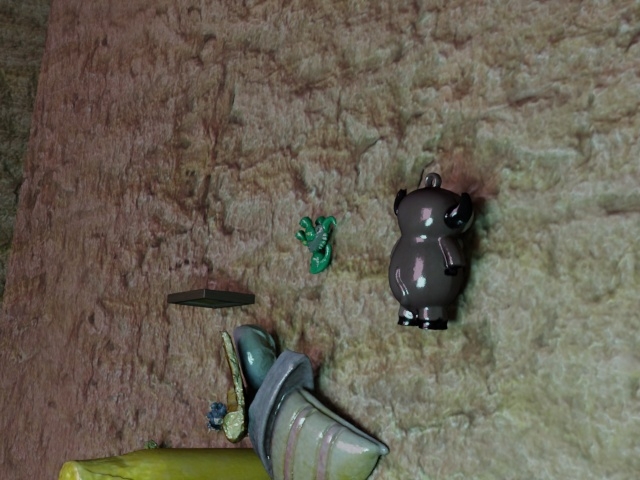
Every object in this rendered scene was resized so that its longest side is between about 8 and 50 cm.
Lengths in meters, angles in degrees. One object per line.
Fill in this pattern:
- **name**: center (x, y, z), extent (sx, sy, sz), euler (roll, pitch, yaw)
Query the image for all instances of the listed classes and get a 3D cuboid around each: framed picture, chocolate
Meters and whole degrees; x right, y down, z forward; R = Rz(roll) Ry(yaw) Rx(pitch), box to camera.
- **framed picture**: center (-0.244, 0.129, 2.206), extent (0.168, 0.128, 0.023), euler (-11, 74, 53)
- **chocolate**: center (-0.285, 0.476, 1.900), extent (0.162, 0.445, 0.162), euler (-15, 71, 47)

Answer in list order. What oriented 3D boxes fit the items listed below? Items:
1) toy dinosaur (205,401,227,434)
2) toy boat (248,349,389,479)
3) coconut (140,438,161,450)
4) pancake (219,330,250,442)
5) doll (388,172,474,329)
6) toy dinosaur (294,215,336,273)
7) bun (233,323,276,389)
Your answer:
- **toy dinosaur**: center (-0.227, 0.390, 2.195), extent (0.047, 0.031, 0.083), euler (50, 122, 47)
- **toy boat**: center (-0.033, 0.381, 1.868), extent (0.293, 0.111, 0.276), euler (52, 128, 37)
- **coconut**: center (-0.408, 0.550, 2.384), extent (0.133, 0.055, 0.158), euler (22, 97, 56)
- **pancake**: center (-0.182, 0.287, 1.999), extent (0.266, 0.057, 0.244), euler (-119, 17, -73)
- **doll**: center (0.181, 0.018, 1.649), extent (0.182, 0.117, 0.257), euler (4, 85, 53)
- **toy dinosaur**: center (0.000, 0.000, 1.971), extent (0.096, 0.059, 0.132), euler (59, 136, 33)
- **bun**: center (-0.128, 0.235, 2.045), extent (0.141, 0.083, 0.140), euler (168, 90, -84)
